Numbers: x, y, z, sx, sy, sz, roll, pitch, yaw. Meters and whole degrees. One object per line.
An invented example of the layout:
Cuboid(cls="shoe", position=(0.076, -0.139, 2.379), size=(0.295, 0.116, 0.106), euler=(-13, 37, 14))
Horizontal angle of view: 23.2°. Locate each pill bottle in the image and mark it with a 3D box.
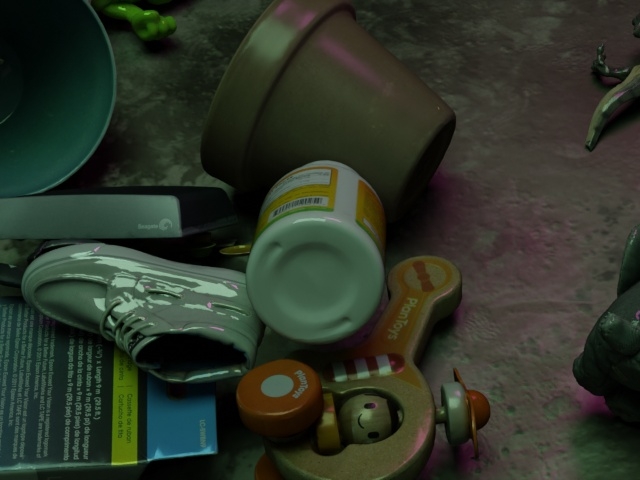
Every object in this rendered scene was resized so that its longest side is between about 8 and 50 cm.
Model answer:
Cuboid(cls="pill bottle", position=(0.000, 0.000, 1.608), size=(0.136, 0.136, 0.245), euler=(-6, 19, 5))

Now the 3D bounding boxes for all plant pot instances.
Cuboid(cls="plant pot", position=(-0.418, -0.199, 1.933), size=(0.290, 0.290, 0.195), euler=(-29, 15, -17))
Cuboid(cls="plant pot", position=(0.024, -0.135, 1.801), size=(0.229, 0.263, 0.263), euler=(31, 56, 11))

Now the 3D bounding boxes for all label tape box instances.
Cuboid(cls="label tape box", position=(-0.273, 0.171, 1.619), size=(0.334, 0.106, 0.240), euler=(-3, 45, -3))

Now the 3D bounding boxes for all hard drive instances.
Cuboid(cls="hard drive", position=(-0.241, -0.031, 1.778), size=(0.255, 0.054, 0.172), euler=(0, 6, 22))

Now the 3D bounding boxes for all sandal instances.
Cuboid(cls="sandal", position=(-0.251, 0.024, 1.718), size=(0.255, 0.054, 0.097), euler=(-2, 1, -38))

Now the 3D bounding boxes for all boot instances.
Cuboid(cls="boot", position=(-0.183, 0.076, 1.561), size=(0.258, 0.095, 0.123), euler=(4, 30, 3))

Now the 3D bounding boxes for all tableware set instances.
Cuboid(cls="tableware set", position=(-0.076, -0.003, 1.778), size=(0.154, 0.024, 0.104), euler=(-3, 11, 6))

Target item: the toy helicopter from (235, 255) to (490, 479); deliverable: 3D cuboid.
Cuboid(cls="toy helicopter", position=(0.081, 0.132, 1.583), size=(0.235, 0.140, 0.355), euler=(7, 39, 22))

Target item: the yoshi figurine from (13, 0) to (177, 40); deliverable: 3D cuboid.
Cuboid(cls="yoshi figurine", position=(-0.291, -0.362, 2.088), size=(0.362, 0.203, 0.203), euler=(-34, 51, -20))

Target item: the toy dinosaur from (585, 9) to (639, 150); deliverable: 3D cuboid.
Cuboid(cls="toy dinosaur", position=(0.402, -0.217, 1.912), size=(0.268, 0.064, 0.118), euler=(-30, 55, -14))

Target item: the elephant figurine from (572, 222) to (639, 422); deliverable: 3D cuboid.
Cuboid(cls="elephant figurine", position=(0.360, 0.059, 1.555), size=(0.169, 0.186, 0.239), euler=(34, 68, -5))
